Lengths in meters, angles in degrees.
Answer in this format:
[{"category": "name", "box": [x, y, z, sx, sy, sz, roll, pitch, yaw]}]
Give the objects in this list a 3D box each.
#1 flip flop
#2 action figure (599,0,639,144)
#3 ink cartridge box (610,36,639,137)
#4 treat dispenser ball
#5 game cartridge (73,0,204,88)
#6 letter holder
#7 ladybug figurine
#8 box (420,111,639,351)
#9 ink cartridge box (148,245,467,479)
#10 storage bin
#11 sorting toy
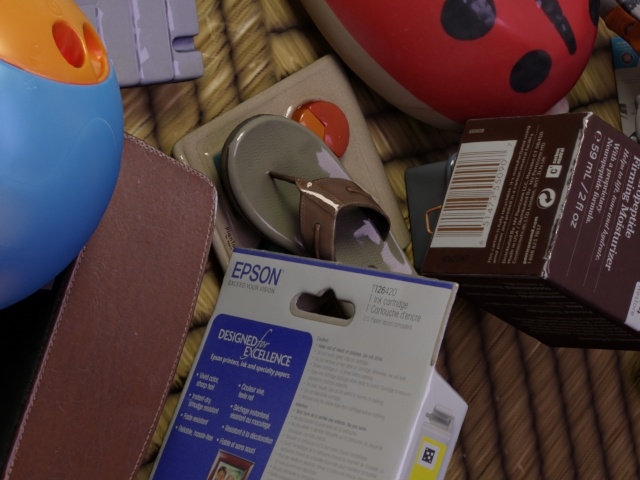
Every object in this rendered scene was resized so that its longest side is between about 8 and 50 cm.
[{"category": "flip flop", "box": [0.020, -0.006, 1.761, 0.112, 0.080, 0.277, -44, 103, -25]}, {"category": "action figure", "box": [0.341, -0.162, 1.968, 0.178, 0.341, 0.330, 12, 51, -43]}, {"category": "ink cartridge box", "box": [0.387, -0.142, 2.108, 0.060, 0.104, 0.180, -14, 99, -40]}, {"category": "treat dispenser ball", "box": [-0.291, -0.083, 1.431, 0.288, 0.288, 0.288, 0, 89, -39]}, {"category": "game cartridge", "box": [-0.224, -0.302, 1.639, 0.230, 0.068, 0.355, -10, 96, -35]}, {"category": "letter holder", "box": [-0.179, 0.087, 1.613, 0.214, 0.152, 0.302, 28, 72, -38]}, {"category": "ladybug figurine", "box": [0.127, -0.292, 1.834, 0.305, 0.162, 0.449, -48, 113, -21]}, {"category": "box", "box": [0.237, -0.006, 1.824, 0.203, 0.167, 0.169, 28, 72, -36]}, {"category": "ink cartridge box", "box": [-0.016, 0.172, 1.629, 0.072, 0.303, 0.307, 30, 77, -38]}, {"category": "storage bin", "box": [0.132, -0.023, 1.905, 0.098, 0.091, 0.135, -10, 95, -39]}, {"category": "sorting toy", "box": [0.000, 0.000, 1.828, 0.229, 0.041, 0.307, -34, 110, -34]}]
